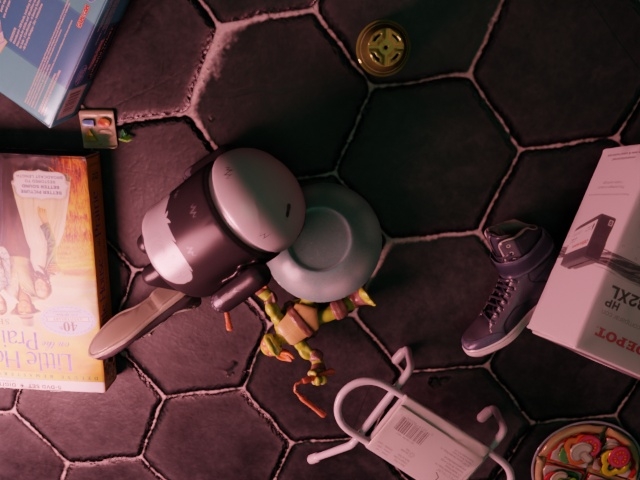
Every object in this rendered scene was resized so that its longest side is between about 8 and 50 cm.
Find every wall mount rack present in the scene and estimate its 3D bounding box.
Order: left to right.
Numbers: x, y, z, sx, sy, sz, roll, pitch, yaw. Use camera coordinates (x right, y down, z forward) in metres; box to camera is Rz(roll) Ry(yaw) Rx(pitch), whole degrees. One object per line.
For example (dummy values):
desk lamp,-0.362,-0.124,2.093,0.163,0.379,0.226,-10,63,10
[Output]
wall mount rack,0.147,0.367,1.033,0.350,0.130,0.304,35,102,-7

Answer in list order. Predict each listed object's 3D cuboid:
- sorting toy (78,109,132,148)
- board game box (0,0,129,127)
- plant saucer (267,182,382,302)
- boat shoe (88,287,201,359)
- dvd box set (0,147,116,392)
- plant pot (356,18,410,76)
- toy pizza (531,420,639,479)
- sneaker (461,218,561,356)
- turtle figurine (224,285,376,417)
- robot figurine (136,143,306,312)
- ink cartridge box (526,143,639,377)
sorting toy,-0.345,-0.179,0.943,0.083,0.012,0.062,1,107,3
board game box,-0.463,-0.368,0.834,0.336,0.079,0.254,36,117,-7
plant saucer,0.000,0.000,0.928,0.194,0.037,0.195,-1,84,8
boat shoe,-0.292,0.142,0.990,0.206,0.075,0.065,-37,130,-7
dvd box set,-0.518,0.054,0.998,0.307,0.062,0.421,3,107,2
plant pot,0.094,-0.281,0.855,0.083,0.079,0.084,1,107,2
toy pizza,0.491,0.422,1.074,0.201,0.032,0.202,1,107,3
sneaker,0.286,0.069,0.942,0.226,0.086,0.163,-41,110,5
turtle figurine,-0.017,0.139,0.984,0.217,0.087,0.270,-38,86,3
robot figurine,-0.151,-0.020,0.887,0.278,0.173,0.209,-32,100,26
ink cartridge box,0.483,0.044,0.860,0.223,0.129,0.308,23,90,-10
